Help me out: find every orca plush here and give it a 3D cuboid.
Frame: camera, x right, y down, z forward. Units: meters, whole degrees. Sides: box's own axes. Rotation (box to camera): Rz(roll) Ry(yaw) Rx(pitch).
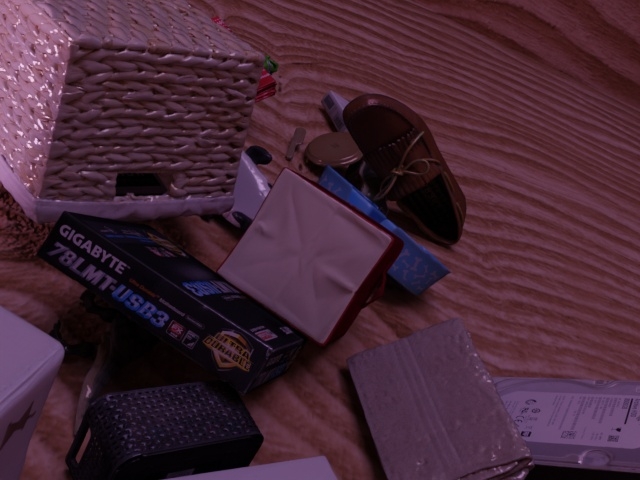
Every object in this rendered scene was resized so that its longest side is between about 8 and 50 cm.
[{"bbox_3d":[-0.104,-0.070,1.461,0.287,0.151,0.102,24,-9,21],"label":"orca plush"}]

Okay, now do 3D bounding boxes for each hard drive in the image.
[{"bbox_3d":[0.356,0.268,1.179,0.339,0.064,0.237,-2,19,29],"label":"hard drive"}]

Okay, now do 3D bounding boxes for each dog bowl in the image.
[{"bbox_3d":[0.097,-0.015,1.523,0.297,0.074,0.166,42,5,22],"label":"dog bowl"}]

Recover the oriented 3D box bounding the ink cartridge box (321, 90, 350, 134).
[{"bbox_3d":[0.094,-0.261,1.994,0.179,0.045,0.145,29,24,-39],"label":"ink cartridge box"}]

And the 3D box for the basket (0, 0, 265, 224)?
[{"bbox_3d":[-0.309,-0.219,1.259,0.328,0.266,0.331,-4,34,-41],"label":"basket"}]

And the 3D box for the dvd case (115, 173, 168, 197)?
[{"bbox_3d":[-0.379,-0.142,1.410,0.179,0.029,0.238,-5,43,-43],"label":"dvd case"}]

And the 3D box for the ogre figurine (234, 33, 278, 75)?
[{"bbox_3d":[-0.201,-0.412,1.902,0.197,0.097,0.118,41,19,-2],"label":"ogre figurine"}]

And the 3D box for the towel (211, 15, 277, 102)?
[{"bbox_3d":[-0.232,-0.345,1.750,0.199,0.031,0.275,-27,54,-14],"label":"towel"}]

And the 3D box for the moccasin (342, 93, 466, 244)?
[{"bbox_3d":[0.166,-0.128,1.646,0.380,0.139,0.147,54,22,-39],"label":"moccasin"}]

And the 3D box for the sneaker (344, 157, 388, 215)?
[{"bbox_3d":[0.099,-0.106,1.735,0.086,0.064,0.192,36,24,-17],"label":"sneaker"}]

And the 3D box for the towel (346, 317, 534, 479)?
[{"bbox_3d":[0.155,0.233,1.170,0.187,0.049,0.282,-20,40,1],"label":"towel"}]

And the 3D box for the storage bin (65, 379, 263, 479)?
[{"bbox_3d":[-0.168,0.229,0.936,0.180,0.122,0.084,-1,42,-41],"label":"storage bin"}]

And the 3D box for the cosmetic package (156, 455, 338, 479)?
[{"bbox_3d":[-0.098,0.366,0.816,0.377,0.097,0.284,3,38,-37],"label":"cosmetic package"}]

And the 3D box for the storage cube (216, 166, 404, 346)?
[{"bbox_3d":[-0.006,0.024,1.255,0.215,0.183,0.193,35,4,9],"label":"storage cube"}]

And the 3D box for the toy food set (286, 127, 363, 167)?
[{"bbox_3d":[0.032,-0.181,1.763,0.192,0.038,0.132,5,40,12],"label":"toy food set"}]

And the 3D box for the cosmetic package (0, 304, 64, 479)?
[{"bbox_3d":[-0.462,0.160,0.589,0.394,0.329,0.327,31,29,4],"label":"cosmetic package"}]

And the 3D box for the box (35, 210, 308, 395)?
[{"bbox_3d":[-0.169,0.075,1.096,0.293,0.073,0.295,32,2,9],"label":"box"}]

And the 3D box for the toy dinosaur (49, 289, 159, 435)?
[{"bbox_3d":[-0.269,0.124,1.076,0.118,0.064,0.268,36,34,-1],"label":"toy dinosaur"}]
